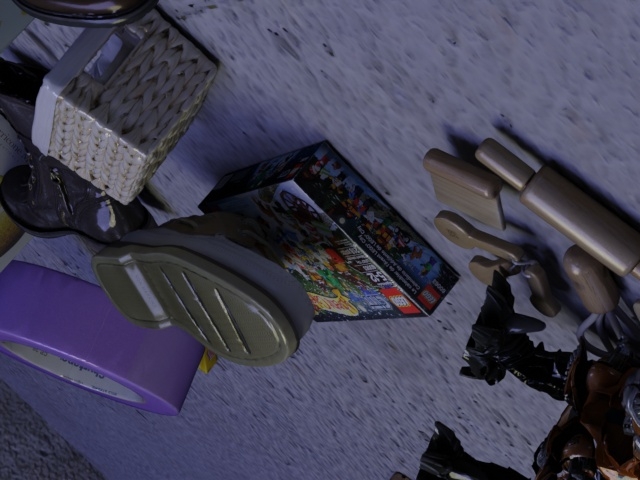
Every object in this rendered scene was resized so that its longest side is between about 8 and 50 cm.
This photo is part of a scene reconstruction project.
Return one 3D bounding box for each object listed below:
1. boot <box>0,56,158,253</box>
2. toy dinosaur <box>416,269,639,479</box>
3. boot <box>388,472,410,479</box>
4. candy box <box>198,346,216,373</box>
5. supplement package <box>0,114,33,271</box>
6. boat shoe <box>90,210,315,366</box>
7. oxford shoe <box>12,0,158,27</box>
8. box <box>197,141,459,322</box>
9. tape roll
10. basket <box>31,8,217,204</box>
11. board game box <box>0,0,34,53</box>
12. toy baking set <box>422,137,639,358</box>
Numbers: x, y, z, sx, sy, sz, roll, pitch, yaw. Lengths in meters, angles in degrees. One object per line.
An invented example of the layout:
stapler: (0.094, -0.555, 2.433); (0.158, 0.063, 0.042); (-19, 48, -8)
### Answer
boot: (-0.284, -0.099, 1.588); (0.263, 0.091, 0.229); (18, 147, 40)
toy dinosaur: (0.188, 0.153, 1.078); (0.218, 0.164, 0.322); (20, 140, 8)
boot: (0.128, 0.352, 1.805); (0.158, 0.084, 0.059); (32, 158, 19)
candy box: (-0.178, 0.100, 1.901); (0.105, 0.027, 0.206); (33, 161, 10)
supplement package: (-0.426, -0.017, 1.768); (0.139, 0.244, 0.134); (46, 161, -20)
boat shoe: (-0.087, 0.024, 1.291); (0.302, 0.103, 0.113); (14, 135, 55)
oxford shoe: (-0.213, -0.228, 1.134); (0.227, 0.083, 0.096); (30, 155, 24)
box: (0.000, 0.000, 1.300); (0.159, 0.044, 0.233); (45, 161, -13)
tape roll: (-0.282, 0.119, 1.848); (0.275, 0.090, 0.275); (21, 165, 6)
basket: (-0.161, -0.112, 1.252); (0.103, 0.113, 0.167); (37, 162, -3)
board game box: (-0.416, -0.293, 1.355); (0.224, 0.097, 0.303); (18, 152, 50)
toy baking set: (0.176, 0.022, 1.044); (0.256, 0.030, 0.197); (36, 164, 11)
